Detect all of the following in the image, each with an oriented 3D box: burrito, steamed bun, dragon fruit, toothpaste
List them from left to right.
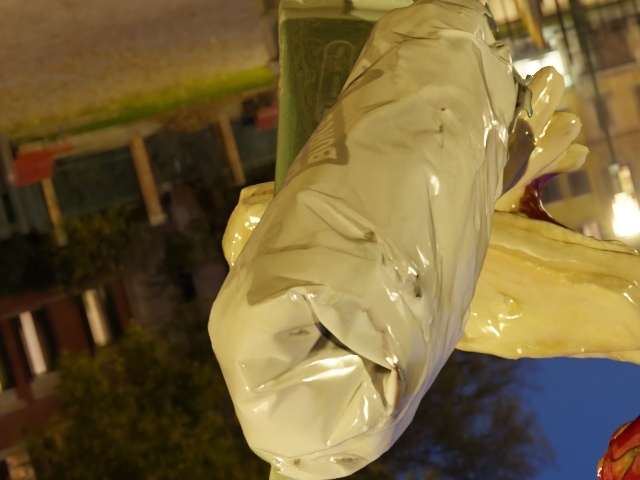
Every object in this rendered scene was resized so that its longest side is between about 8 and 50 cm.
[{"bbox_3d":[0.000,0.000,0.904,0.099,0.392,0.061,3,155,7],"label":"toothpaste"},{"bbox_3d":[0.046,-0.033,0.723,0.101,0.139,0.445,-3,-153,18],"label":"burrito"},{"bbox_3d":[0.111,-0.040,1.263,0.428,0.247,0.189,7,-126,21],"label":"steamed bun"},{"bbox_3d":[0.259,0.139,0.940,0.094,0.094,0.190,-18,150,-40],"label":"dragon fruit"}]
